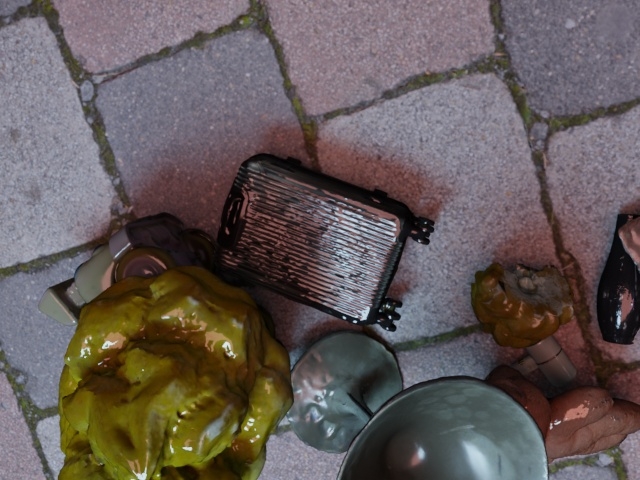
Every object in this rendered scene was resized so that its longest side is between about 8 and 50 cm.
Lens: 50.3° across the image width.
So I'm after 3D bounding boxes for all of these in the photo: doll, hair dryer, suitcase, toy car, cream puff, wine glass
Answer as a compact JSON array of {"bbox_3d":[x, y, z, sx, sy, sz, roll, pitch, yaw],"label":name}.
[{"bbox_3d":[0.335,0.254,1.021,0.303,0.156,0.201,2,133,-22],"label":"doll"},{"bbox_3d":[0.326,0.208,1.083,0.137,0.047,0.082,-34,95,19],"label":"hair dryer"},{"bbox_3d":[0.529,0.066,1.022,0.219,0.075,0.196,6,93,-2],"label":"hair dryer"},{"bbox_3d":[0.000,0.000,1.048,0.312,0.128,0.202,20,103,5],"label":"suitcase"},{"bbox_3d":[-0.229,0.144,1.056,0.226,0.242,0.336,-37,92,11],"label":"toy car"},{"bbox_3d":[0.296,0.100,1.021,0.156,0.156,0.121,-11,66,11],"label":"cream puff"},{"bbox_3d":[-0.194,0.203,0.814,0.291,0.257,0.325,25,102,2],"label":"cream puff"},{"bbox_3d":[0.091,0.264,0.923,0.267,0.406,0.267,-1,95,-13],"label":"wine glass"}]

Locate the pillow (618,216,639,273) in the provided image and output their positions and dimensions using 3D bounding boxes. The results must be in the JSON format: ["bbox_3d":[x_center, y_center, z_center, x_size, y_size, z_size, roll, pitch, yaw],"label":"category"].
[{"bbox_3d":[0.553,-0.024,0.978,0.248,0.049,0.135,-33,88,-1],"label":"pillow"}]
